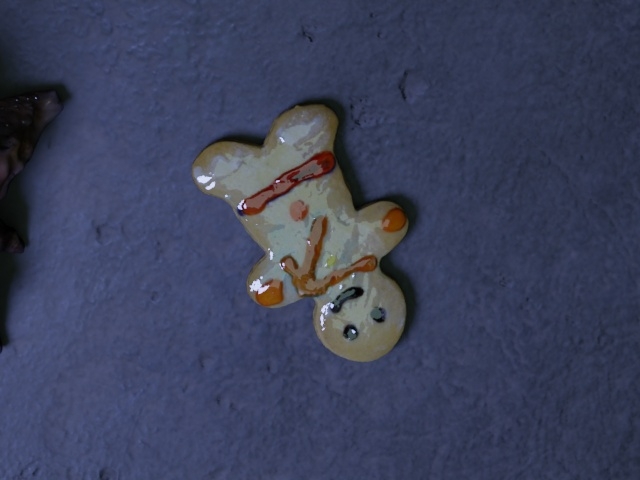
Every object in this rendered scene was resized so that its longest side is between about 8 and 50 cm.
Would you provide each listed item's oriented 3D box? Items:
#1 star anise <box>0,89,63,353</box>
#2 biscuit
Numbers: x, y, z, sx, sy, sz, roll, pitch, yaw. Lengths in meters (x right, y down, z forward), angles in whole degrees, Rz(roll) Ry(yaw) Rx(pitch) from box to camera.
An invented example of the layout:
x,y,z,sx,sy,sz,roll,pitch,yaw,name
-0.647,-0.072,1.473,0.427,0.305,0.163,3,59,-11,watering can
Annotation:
x,y,z,sx,sy,sz,roll,pitch,yaw,name
-0.326,-0.026,1.344,0.109,0.292,0.349,21,99,28,star anise
0.000,0.000,1.483,0.153,0.030,0.234,-26,101,1,biscuit
